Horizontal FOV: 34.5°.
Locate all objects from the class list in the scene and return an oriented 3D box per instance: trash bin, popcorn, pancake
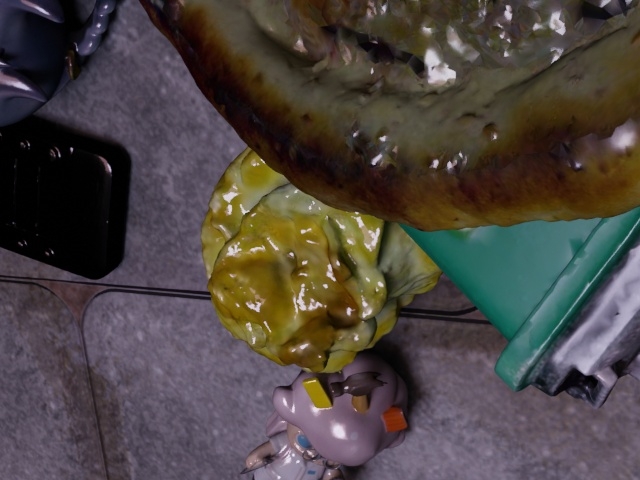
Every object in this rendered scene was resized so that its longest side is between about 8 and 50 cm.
[{"bbox_3d":[0.150,-0.112,0.708,0.381,0.295,0.259,44,123,20],"label":"trash bin"},{"bbox_3d":[0.000,0.000,0.864,0.204,0.184,0.221,33,116,16],"label":"popcorn"},{"bbox_3d":[0.038,-0.145,0.556,0.427,0.067,0.304,41,131,30],"label":"pancake"}]

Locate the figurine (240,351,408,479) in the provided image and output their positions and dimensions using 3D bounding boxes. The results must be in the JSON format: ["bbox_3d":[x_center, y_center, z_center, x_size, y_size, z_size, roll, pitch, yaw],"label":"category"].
[{"bbox_3d":[0.009,0.173,0.968,0.137,0.112,0.229,26,129,-13],"label":"figurine"}]

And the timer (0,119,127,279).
[{"bbox_3d":[-0.289,-0.051,1.081,0.187,0.055,0.144,18,117,18],"label":"timer"}]

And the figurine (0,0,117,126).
[{"bbox_3d":[-0.300,-0.221,0.952,0.197,0.175,0.265,47,133,-14],"label":"figurine"}]
